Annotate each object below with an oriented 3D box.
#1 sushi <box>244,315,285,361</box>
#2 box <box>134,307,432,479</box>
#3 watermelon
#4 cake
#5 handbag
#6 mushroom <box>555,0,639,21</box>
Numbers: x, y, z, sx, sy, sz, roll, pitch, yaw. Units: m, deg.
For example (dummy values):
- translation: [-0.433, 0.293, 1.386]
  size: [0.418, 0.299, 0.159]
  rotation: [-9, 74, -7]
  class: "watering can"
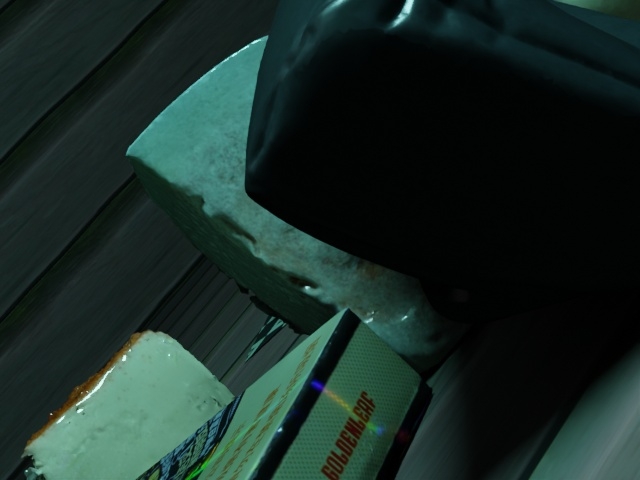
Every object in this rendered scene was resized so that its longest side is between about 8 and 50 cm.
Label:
- translation: [0.000, 0.000, 1.716]
  size: [0.264, 0.050, 0.290]
  rotation: [-44, 7, 23]
  class: "sushi"
- translation: [-0.076, 0.196, 0.911]
  size: [0.310, 0.084, 0.198]
  rotation: [-41, 9, 36]
  class: "box"
- translation: [0.047, -0.015, 1.017]
  size: [0.387, 0.258, 0.228]
  rotation: [-4, -32, -23]
  class: "watermelon"
- translation: [-0.145, 0.167, 1.206]
  size: [0.160, 0.158, 0.262]
  rotation: [-43, 5, -3]
  class: "cake"
- translation: [0.098, -0.060, 0.792]
  size: [0.302, 0.275, 0.177]
  rotation: [-93, 27, -71]
  class: "handbag"
- translation: [0.194, -0.248, 1.110]
  size: [0.254, 0.260, 0.234]
  rotation: [22, -101, -63]
  class: "mushroom"
